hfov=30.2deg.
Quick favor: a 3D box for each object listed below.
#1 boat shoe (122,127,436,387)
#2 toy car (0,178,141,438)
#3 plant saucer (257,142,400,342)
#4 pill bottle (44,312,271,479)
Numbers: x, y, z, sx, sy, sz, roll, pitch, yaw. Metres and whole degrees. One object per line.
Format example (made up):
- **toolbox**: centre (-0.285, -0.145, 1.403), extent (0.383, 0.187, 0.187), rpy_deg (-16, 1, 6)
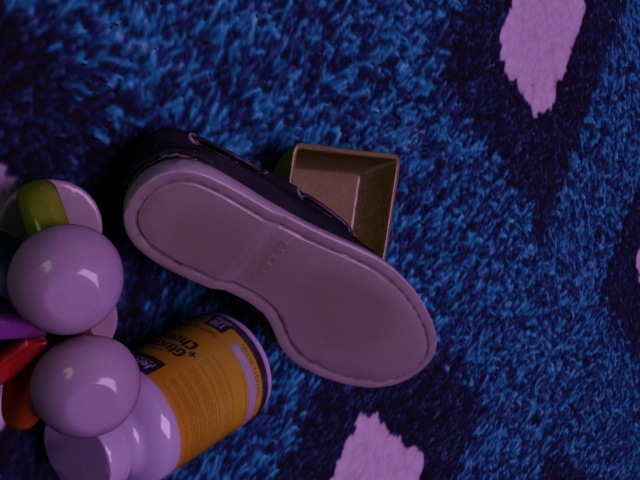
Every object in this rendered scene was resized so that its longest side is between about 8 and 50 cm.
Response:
- **boat shoe**: centre (-0.032, 0.013, 1.022), extent (0.340, 0.113, 0.127), rpy_deg (29, 114, -32)
- **toy car**: centre (-0.207, 0.050, 0.827), extent (0.136, 0.159, 0.182), rpy_deg (-12, 115, -14)
- **plant saucer**: centre (0.000, 0.000, 1.170), extent (0.188, 0.045, 0.188), rpy_deg (1, 99, -55)
- **pill bottle**: centre (-0.132, 0.135, 0.970), extent (0.184, 0.103, 0.103), rpy_deg (-28, 122, -49)
